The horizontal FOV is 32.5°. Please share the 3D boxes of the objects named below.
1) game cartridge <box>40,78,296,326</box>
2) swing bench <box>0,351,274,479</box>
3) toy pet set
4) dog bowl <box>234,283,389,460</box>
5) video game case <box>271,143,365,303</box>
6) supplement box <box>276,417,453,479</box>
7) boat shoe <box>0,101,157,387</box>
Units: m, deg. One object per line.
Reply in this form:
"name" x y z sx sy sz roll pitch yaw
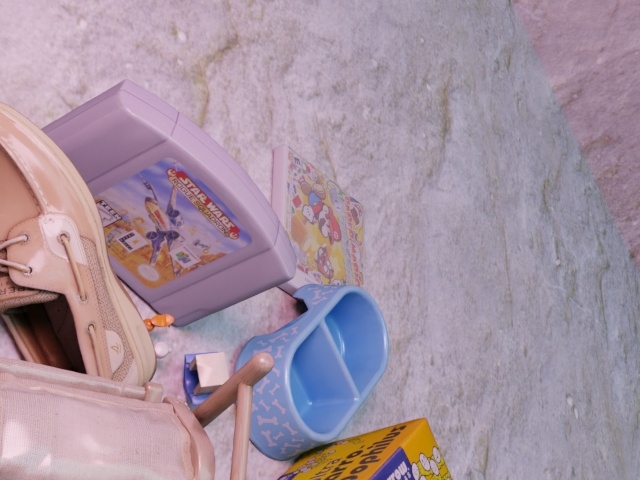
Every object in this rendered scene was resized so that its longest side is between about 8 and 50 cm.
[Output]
"game cartridge" -0.169 -0.032 1.195 0.297 0.198 0.062 47 37 -31
"swing bench" -0.211 0.162 0.907 0.253 0.254 0.165 15 69 -28
"toy pet set" -0.165 0.150 1.248 0.114 0.065 0.122 -3 68 -22
"dog bowl" 0.000 0.162 1.439 0.297 0.074 0.166 -44 114 -52
"video game case" 0.000 0.000 1.609 0.206 0.026 0.227 36 43 -43
"supplement box" 0.083 0.427 1.312 0.194 0.195 0.357 -30 97 -59
"boat shoe" -0.275 0.025 1.067 0.341 0.121 0.110 62 30 -13
